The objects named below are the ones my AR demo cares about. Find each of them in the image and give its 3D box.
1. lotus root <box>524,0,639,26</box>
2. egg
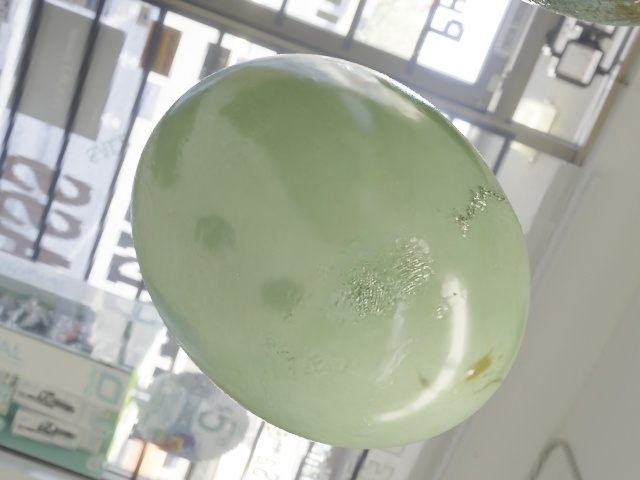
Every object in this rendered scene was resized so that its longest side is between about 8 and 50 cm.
[{"bbox_3d":[0.250,-0.276,0.858,0.158,0.322,0.140,-52,159,-9],"label":"lotus root"},{"bbox_3d":[0.000,0.000,0.548,0.282,0.203,0.203,40,-65,47],"label":"egg"}]
